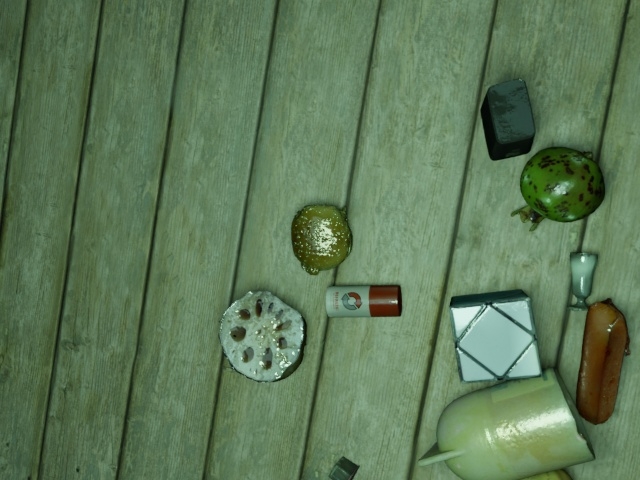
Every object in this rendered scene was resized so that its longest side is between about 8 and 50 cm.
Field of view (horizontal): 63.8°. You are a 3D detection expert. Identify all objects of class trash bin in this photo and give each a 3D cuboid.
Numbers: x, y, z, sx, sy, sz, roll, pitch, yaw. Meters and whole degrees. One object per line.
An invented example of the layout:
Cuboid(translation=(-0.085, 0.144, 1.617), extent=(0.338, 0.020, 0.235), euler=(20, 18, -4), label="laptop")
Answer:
Cuboid(translation=(0.492, -0.313, 1.346), extent=(0.115, 0.225, 0.165), euler=(-11, 88, 15), label="trash bin")

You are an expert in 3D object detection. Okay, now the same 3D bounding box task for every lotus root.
Cuboid(translation=(-0.155, 0.291, 1.569), extent=(0.272, 0.192, 0.272), euler=(-3, 77, 15), label="lotus root")

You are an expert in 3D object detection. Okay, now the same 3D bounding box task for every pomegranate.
Cuboid(translation=(0.609, -0.124, 1.339), extent=(0.211, 0.211, 0.263), euler=(39, 126, 12), label="pomegranate")

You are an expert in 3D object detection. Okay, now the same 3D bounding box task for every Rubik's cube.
Cuboid(translation=(0.462, 0.250, 1.375), extent=(0.205, 0.205, 0.207), euler=(-8, 87, 16), label="Rubik's cube")

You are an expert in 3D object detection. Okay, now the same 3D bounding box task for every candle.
Cuboid(translation=(0.780, 0.234, 1.361), extent=(0.048, 0.053, 0.162), euler=(-23, 88, -22), label="candle")

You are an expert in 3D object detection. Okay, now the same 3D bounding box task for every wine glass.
Cuboid(translation=(0.696, 0.110, 1.373), extent=(0.072, 0.072, 0.155), euler=(3, 92, 16), label="wine glass")

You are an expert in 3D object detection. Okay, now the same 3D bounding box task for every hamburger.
Cuboid(translation=(0.000, 0.000, 1.549), extent=(0.189, 0.122, 0.215), euler=(-1, 93, 14), label="hamburger")

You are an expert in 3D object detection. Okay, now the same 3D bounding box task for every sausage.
Cuboid(translation=(0.729, 0.319, 1.338), extent=(0.102, 0.102, 0.330), euler=(5, 104, 16), label="sausage")

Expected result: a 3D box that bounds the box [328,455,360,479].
Cuboid(translation=(0.071, 0.703, 1.560), extent=(0.063, 0.085, 0.060), euler=(32, 100, 19), label="box")

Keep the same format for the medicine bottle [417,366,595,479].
Cuboid(translation=(0.465, 0.507, 1.352), extent=(0.406, 0.236, 0.235), euler=(-26, 84, 21), label="medicine bottle")

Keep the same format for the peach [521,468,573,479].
Cuboid(translation=(0.588, 0.683, 1.365), extent=(0.184, 0.184, 0.184), euler=(0, 91, 16), label="peach")

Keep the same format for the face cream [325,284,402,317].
Cuboid(translation=(0.129, 0.180, 1.527), extent=(0.214, 0.096, 0.095), euler=(-3, 90, 16), label="face cream")
